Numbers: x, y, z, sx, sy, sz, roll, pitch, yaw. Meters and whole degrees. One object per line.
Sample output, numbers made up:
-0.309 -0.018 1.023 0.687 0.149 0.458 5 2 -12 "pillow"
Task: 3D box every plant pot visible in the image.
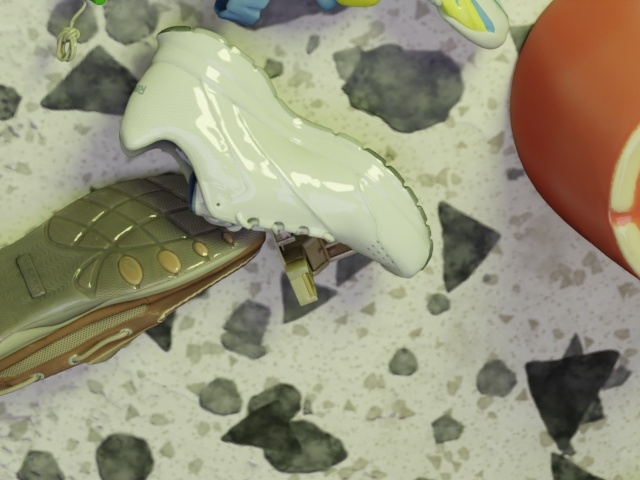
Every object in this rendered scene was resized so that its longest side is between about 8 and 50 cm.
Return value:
0.304 -0.078 1.435 0.274 0.243 0.275 -1 112 -3 "plant pot"

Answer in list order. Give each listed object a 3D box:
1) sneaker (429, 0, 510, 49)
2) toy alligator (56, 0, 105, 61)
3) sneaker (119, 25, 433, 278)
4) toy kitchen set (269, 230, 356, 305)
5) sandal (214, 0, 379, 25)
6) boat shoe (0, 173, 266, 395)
0.107 -0.273 1.425 0.126 0.091 0.240 -37 109 10 "sneaker"
-0.173 -0.235 1.444 0.051 0.056 0.190 -5 119 -46 "toy alligator"
-0.039 -0.051 1.475 0.297 0.111 0.129 35 76 -8 "sneaker"
0.000 0.000 1.528 0.075 0.083 0.068 -21 112 4 "toy kitchen set"
-0.078 -0.280 1.375 0.138 0.126 0.317 -26 124 17 "sandal"
-0.200 0.043 1.528 0.324 0.123 0.116 -20 146 -4 "boat shoe"
